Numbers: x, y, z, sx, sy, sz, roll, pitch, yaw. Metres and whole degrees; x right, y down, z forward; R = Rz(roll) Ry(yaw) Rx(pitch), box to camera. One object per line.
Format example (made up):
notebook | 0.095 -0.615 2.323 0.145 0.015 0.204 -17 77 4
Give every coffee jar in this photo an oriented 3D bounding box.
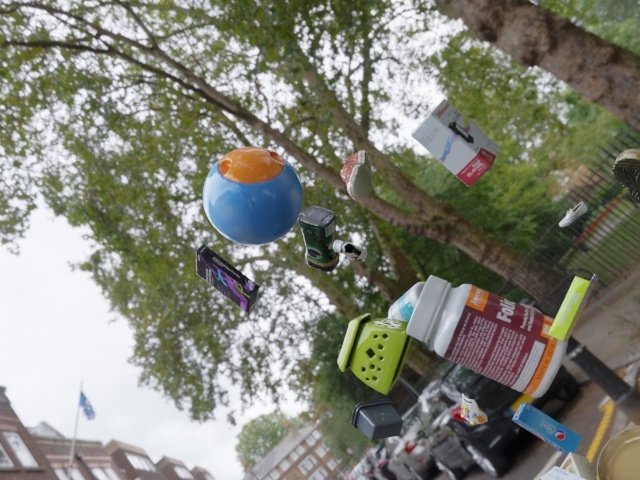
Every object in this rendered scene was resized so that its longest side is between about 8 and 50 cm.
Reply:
coffee jar | 0.000 0.000 1.451 0.079 0.096 0.184 -48 -34 -37

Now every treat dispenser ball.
treat dispenser ball | -0.194 -0.127 1.541 0.288 0.288 0.288 -40 -20 -18

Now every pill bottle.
pill bottle | 0.459 0.257 1.493 0.224 0.392 0.224 -58 -17 -30
pill bottle | 0.383 0.295 2.224 0.146 0.146 0.264 -29 -16 -41

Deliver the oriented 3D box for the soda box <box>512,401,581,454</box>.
soda box | 0.785 0.655 1.847 0.071 0.210 0.067 -54 -13 -18

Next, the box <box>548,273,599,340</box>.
box | 0.626 0.160 1.309 0.109 0.042 0.178 13 -79 -58

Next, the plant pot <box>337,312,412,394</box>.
plant pot | 0.196 0.383 1.887 0.227 0.207 0.228 0 -73 -72

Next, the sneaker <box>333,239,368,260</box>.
sneaker | 0.083 0.029 1.346 0.109 0.044 0.040 18 -95 -38

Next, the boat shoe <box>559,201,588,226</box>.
boat shoe | 0.785 -0.083 1.656 0.100 0.035 0.035 -37 16 8

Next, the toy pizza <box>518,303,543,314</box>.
toy pizza | 0.627 0.301 1.664 0.201 0.201 0.032 -47 -10 2

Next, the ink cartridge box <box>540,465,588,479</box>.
ink cartridge box | 0.485 0.474 0.911 0.046 0.097 0.207 -27 6 -19

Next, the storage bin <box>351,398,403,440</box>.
storage bin | 0.172 0.539 1.564 0.135 0.091 0.098 2 -70 -28

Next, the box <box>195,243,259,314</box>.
box | -0.212 0.089 1.194 0.029 0.162 0.116 -47 -13 -30

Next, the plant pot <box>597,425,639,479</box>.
plant pot | 0.822 0.573 1.334 0.236 0.032 0.236 -39 16 13

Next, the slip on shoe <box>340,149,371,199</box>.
slip on shoe | 0.127 -0.238 1.969 0.101 0.123 0.331 -17 27 16

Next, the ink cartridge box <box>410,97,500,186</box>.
ink cartridge box | 0.302 -0.220 1.181 0.072 0.175 0.127 -48 1 39

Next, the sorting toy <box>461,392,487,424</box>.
sorting toy | 0.428 0.477 1.517 0.045 0.083 0.075 -23 -71 -21

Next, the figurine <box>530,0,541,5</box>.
figurine | 0.511 -0.719 1.320 0.092 0.209 0.214 -23 -38 -46

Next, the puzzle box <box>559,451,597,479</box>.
puzzle box | 0.568 0.760 1.287 0.272 0.052 0.408 -64 -6 -70

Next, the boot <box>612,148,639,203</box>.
boot | 0.781 -0.245 1.239 0.236 0.089 0.269 33 -102 -48
